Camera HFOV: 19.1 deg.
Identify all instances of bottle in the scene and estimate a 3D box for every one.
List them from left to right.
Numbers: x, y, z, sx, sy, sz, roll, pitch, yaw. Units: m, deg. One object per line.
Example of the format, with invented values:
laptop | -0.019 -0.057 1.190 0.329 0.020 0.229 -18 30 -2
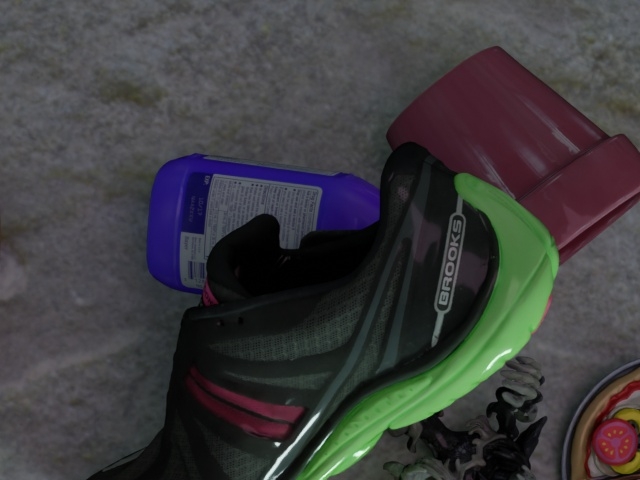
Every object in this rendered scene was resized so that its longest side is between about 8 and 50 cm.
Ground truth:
bottle | 0.000 0.000 1.563 0.282 0.092 0.118 7 101 15

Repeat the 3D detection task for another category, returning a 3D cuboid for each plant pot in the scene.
plant pot | 0.160 -0.060 1.647 0.201 0.201 0.180 -36 81 -17

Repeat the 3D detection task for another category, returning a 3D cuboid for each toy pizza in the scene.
toy pizza | 0.319 0.204 1.734 0.201 0.032 0.201 -1 94 -11

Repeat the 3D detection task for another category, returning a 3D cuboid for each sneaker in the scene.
sneaker | -0.036 0.093 1.481 0.483 0.185 0.202 -40 99 23

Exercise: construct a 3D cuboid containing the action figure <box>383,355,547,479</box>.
action figure | 0.110 0.163 1.632 0.275 0.141 0.164 41 73 -8
